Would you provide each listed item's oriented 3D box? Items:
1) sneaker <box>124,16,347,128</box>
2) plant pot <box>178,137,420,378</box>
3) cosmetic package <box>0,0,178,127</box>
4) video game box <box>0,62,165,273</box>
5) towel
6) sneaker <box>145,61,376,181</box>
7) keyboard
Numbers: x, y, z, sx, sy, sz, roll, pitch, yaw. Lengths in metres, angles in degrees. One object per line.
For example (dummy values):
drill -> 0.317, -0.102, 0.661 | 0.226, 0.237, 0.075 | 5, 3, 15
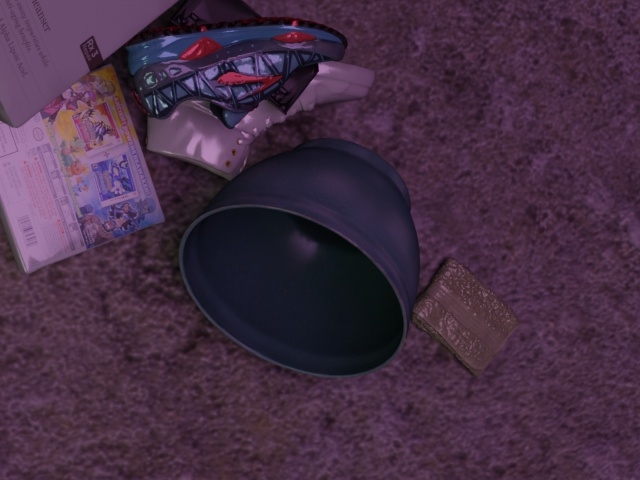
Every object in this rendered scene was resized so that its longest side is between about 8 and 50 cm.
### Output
sneaker -> -0.096, -0.196, 1.898 | 0.261, 0.104, 0.125 | -7, 102, -11
plant pot -> 0.000, 0.000, 1.982 | 0.293, 0.293, 0.196 | 45, 48, -19
cosmetic package -> -0.276, -0.334, 1.806 | 0.385, 0.156, 0.217 | -43, 140, -21
video game box -> -0.306, -0.088, 1.945 | 0.187, 0.048, 0.205 | -21, 101, -20
towel -> 0.197, 0.102, 2.189 | 0.148, 0.027, 0.110 | 42, 75, -20
sneaker -> -0.078, -0.154, 2.019 | 0.292, 0.108, 0.169 | 3, 93, -14
keyboard -> -0.099, -0.224, 1.948 | 0.180, 0.023, 0.108 | 39, 76, -10
